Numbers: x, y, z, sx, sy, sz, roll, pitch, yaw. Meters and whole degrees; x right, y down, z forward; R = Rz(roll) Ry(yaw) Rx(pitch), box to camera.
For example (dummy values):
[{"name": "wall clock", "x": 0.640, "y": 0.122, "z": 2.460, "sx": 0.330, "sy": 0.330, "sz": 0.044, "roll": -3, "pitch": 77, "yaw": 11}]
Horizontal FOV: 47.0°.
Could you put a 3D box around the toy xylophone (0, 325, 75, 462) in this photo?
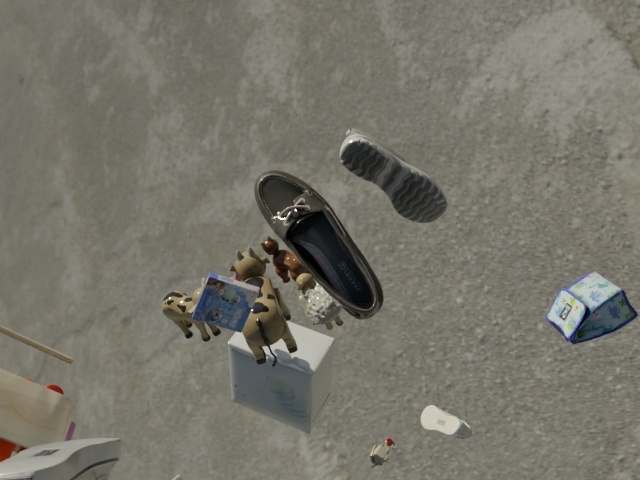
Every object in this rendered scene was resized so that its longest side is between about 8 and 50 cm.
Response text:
[{"name": "toy xylophone", "x": -0.559, "y": 0.270, "z": 1.275, "sx": 0.081, "sy": 0.323, "sz": 0.236, "roll": -39, "pitch": 22, "yaw": 36}]

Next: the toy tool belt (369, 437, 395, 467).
[{"name": "toy tool belt", "x": 0.160, "y": 0.566, "z": 1.952, "sx": 0.052, "sy": 0.083, "sz": 0.051, "roll": 35, "pitch": 127, "yaw": 12}]

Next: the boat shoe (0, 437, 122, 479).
[{"name": "boat shoe", "x": -0.272, "y": 0.264, "z": 0.779, "sx": 0.267, "sy": 0.096, "sz": 0.088, "roll": 121, "pitch": 145, "yaw": -81}]

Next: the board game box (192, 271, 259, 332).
[{"name": "board game box", "x": -0.162, "y": 0.107, "z": 1.255, "sx": 0.020, "sy": 0.090, "sz": 0.090, "roll": -101, "pitch": 32, "yaw": -61}]

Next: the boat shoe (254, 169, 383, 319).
[{"name": "boat shoe", "x": 0.000, "y": 0.000, "z": 1.336, "sx": 0.112, "sy": 0.095, "sz": 0.335, "roll": -39, "pitch": 87, "yaw": -2}]

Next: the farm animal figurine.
[{"name": "farm animal figurine", "x": -0.155, "y": 0.115, "z": 1.523, "sx": 0.330, "sy": 0.172, "sz": 0.327, "roll": -30, "pitch": 39, "yaw": -10}]

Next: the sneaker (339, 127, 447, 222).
[{"name": "sneaker", "x": 0.160, "y": -0.146, "z": 1.537, "sx": 0.105, "sy": 0.281, "sz": 0.115, "roll": -40, "pitch": 27, "yaw": 25}]

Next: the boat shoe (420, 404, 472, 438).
[{"name": "boat shoe", "x": 0.327, "y": 0.474, "z": 1.907, "sx": 0.184, "sy": 0.063, "sz": 0.066, "roll": -13, "pitch": 50, "yaw": 64}]

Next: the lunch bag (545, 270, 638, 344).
[{"name": "lunch bag", "x": 0.568, "y": 0.149, "z": 1.572, "sx": 0.151, "sy": 0.096, "sz": 0.129, "roll": -36, "pitch": 17, "yaw": 4}]

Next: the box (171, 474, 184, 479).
[{"name": "box", "x": -0.239, "y": 0.447, "z": 1.092, "sx": 0.103, "sy": 0.203, "sz": 0.114, "roll": -45, "pitch": 82, "yaw": 3}]

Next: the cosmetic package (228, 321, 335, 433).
[{"name": "cosmetic package", "x": -0.095, "y": 0.319, "z": 1.797, "sx": 0.224, "sy": 0.138, "sz": 0.224, "roll": 18, "pitch": 131, "yaw": 19}]
